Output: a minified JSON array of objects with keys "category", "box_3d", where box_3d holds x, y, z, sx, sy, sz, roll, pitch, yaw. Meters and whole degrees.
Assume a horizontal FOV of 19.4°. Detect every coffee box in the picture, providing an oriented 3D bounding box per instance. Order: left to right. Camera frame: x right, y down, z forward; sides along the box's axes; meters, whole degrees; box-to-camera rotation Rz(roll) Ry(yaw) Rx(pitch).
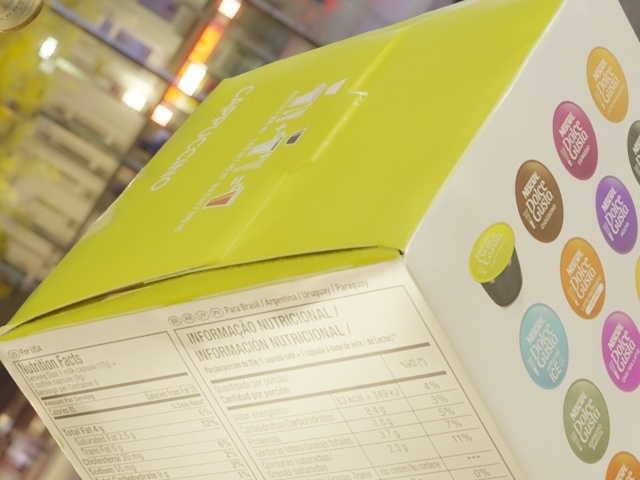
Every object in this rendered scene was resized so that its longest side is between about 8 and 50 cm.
[{"category":"coffee box","box_3d":[0.060,0.067,1.263,0.338,0.334,0.337,-13,28,38]}]

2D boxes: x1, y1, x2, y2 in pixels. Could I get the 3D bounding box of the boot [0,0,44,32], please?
[{"category":"boot","box_3d":[-0.363,-0.325,1.723,0.095,0.262,0.203,-28,-11,9]}]
